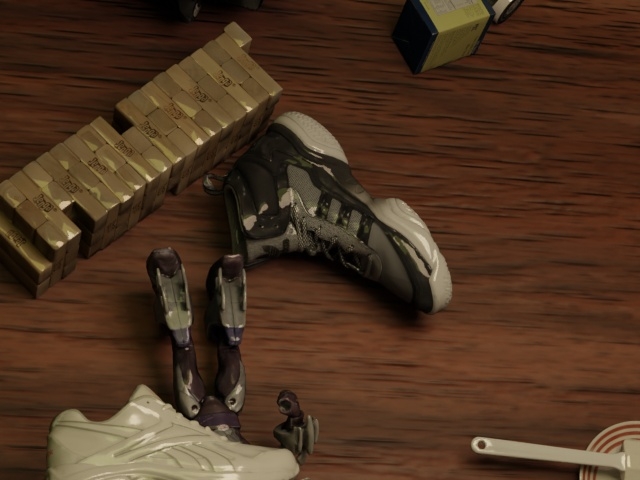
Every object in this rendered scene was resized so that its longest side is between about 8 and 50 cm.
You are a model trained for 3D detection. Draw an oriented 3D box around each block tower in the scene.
[{"bbox_3d":[-0.182,-0.084,1.676,0.097,0.091,0.335,45,63,10],"label":"block tower"}]

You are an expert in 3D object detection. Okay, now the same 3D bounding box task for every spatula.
[{"bbox_3d":[0.258,0.267,1.623,0.242,0.019,0.168,7,68,-8],"label":"spatula"}]

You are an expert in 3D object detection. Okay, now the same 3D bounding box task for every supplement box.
[{"bbox_3d":[0.135,-0.237,1.833,0.083,0.083,0.056,-21,70,-21],"label":"supplement box"}]

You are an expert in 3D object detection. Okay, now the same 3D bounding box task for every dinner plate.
[{"bbox_3d":[0.324,0.249,1.664,0.141,0.017,0.141,5,62,-10],"label":"dinner plate"}]

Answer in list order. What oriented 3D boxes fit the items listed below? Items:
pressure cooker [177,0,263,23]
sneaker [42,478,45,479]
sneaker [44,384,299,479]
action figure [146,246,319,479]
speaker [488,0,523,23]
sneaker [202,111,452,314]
[{"bbox_3d":[-0.147,-0.449,1.715,0.420,0.370,0.375,17,64,0],"label":"pressure cooker"},{"bbox_3d":[-0.264,0.247,1.490,0.227,0.087,0.130,9,60,-12],"label":"sneaker"},{"bbox_3d":[-0.131,0.180,1.468,0.232,0.090,0.115,3,65,-20],"label":"sneaker"},{"bbox_3d":[-0.104,0.153,1.570,0.185,0.099,0.285,-2,67,-20],"label":"action figure"},{"bbox_3d":[0.170,-0.310,1.897,0.136,0.055,0.055,44,62,10],"label":"speaker"},{"bbox_3d":[0.000,0.000,1.674,0.153,0.101,0.268,-34,69,-25],"label":"sneaker"}]
